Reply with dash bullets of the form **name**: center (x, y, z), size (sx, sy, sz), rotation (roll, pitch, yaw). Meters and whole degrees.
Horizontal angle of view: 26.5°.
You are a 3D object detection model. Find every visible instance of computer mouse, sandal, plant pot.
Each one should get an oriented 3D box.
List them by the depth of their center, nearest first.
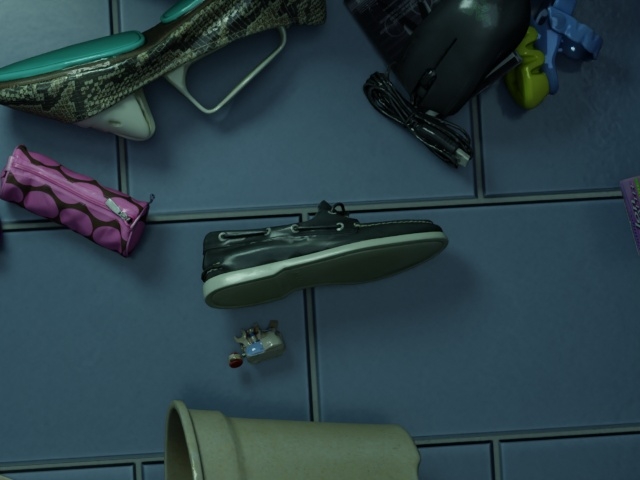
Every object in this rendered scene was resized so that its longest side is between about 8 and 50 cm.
- **plant pot**: center (-0.029, 0.360, 1.755), size (0.305, 0.334, 0.334), rotation (-4, 88, -13)
- **computer mouse**: center (0.177, -0.239, 1.816), size (0.188, 0.072, 0.272), rotation (40, 120, 12)
- **sandal**: center (0.299, -0.349, 1.883), size (0.138, 0.126, 0.317), rotation (-15, 97, -6)

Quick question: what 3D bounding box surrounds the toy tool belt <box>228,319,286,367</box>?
- **toy tool belt**: center (-0.092, 0.142, 1.880), size (0.083, 0.052, 0.051), rotation (-17, 57, -6)

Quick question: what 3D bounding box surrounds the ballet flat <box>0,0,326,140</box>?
- **ballet flat**: center (-0.206, -0.241, 1.844), size (0.483, 0.164, 0.182), rotation (-27, 109, -5)

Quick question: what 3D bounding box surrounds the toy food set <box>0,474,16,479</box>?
- **toy food set**: center (-0.446, 0.434, 1.825), size (0.306, 0.092, 0.220), rotation (22, 87, -1)

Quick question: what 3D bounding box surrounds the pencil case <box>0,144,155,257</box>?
- **pencil case**: center (-0.336, -0.058, 1.848), size (0.209, 0.098, 0.095), rotation (23, 87, -1)

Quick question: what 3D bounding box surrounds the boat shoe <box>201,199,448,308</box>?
- **boat shoe**: center (0.000, 0.002, 1.853), size (0.340, 0.127, 0.113), rotation (-14, 66, -1)

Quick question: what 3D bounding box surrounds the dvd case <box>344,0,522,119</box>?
- **dvd case**: center (0.152, -0.290, 1.870), size (0.164, 0.018, 0.221), rotation (-36, 86, 33)

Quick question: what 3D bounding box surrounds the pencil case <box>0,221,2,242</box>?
- **pencil case**: center (-0.515, -0.011, 1.854), size (0.151, 0.064, 0.070), rotation (-6, 72, -2)

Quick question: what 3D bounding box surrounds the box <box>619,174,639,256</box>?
- **box**: center (0.544, -0.061, 1.814), size (0.213, 0.243, 0.117), rotation (-15, 88, -2)
